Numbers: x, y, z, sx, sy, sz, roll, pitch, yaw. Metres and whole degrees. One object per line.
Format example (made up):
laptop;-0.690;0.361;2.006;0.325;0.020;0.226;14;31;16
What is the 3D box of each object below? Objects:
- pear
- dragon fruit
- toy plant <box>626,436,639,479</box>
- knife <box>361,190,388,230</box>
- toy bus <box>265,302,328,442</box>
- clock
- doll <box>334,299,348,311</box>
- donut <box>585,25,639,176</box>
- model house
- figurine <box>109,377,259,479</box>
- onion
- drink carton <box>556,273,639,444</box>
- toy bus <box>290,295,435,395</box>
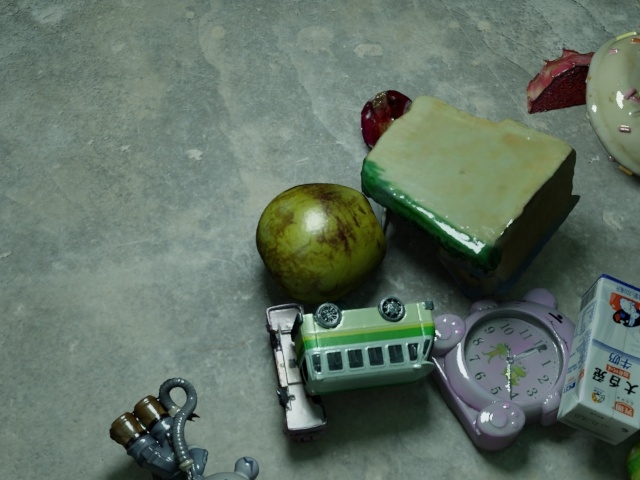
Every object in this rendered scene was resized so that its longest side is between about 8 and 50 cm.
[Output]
pear;0.000;0.000;1.859;0.284;0.283;0.283;1;58;-1
dragon fruit;0.646;-0.433;2.209;0.274;0.161;0.126;-11;61;-6
toy plant;0.683;0.339;1.716;0.224;0.184;0.315;-26;48;30
knife;0.128;-0.084;2.051;0.073;0.040;0.265;14;58;-6
toy bus;-0.053;0.270;1.784;0.090;0.112;0.274;-9;59;-6
clock;0.398;0.252;1.807;0.322;0.113;0.295;-22;61;-15
doll;0.085;0.212;1.855;0.159;0.059;0.158;17;57;7
donut;0.806;-0.329;2.078;0.383;0.142;0.382;6;76;-24
model house;0.311;-0.074;1.899;0.382;0.342;0.334;32;71;27
figurine;-0.237;0.473;1.618;0.261;0.186;0.382;-40;71;-17
onion;0.150;-0.291;2.099;0.135;0.198;0.173;-14;58;26
drink carton;0.568;0.230;1.717;0.131;0.106;0.315;23;55;2
toy bus;0.090;0.210;1.707;0.276;0.133;0.164;-5;67;-10
